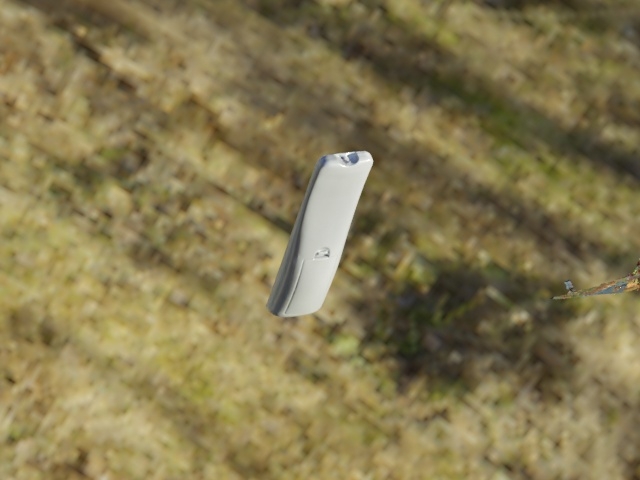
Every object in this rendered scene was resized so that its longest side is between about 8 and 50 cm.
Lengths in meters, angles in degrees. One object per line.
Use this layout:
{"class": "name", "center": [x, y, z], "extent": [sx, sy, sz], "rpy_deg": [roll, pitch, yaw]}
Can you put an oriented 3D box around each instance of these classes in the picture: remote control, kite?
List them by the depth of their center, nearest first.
{"class": "remote control", "center": [0.000, 0.000, 1.614], "extent": [0.050, 0.184, 0.027], "rpy_deg": [-8, 50, -26]}
{"class": "kite", "center": [0.307, 0.030, 1.907], "extent": [0.160, 0.183, 0.010], "rpy_deg": [64, 10, -76]}
